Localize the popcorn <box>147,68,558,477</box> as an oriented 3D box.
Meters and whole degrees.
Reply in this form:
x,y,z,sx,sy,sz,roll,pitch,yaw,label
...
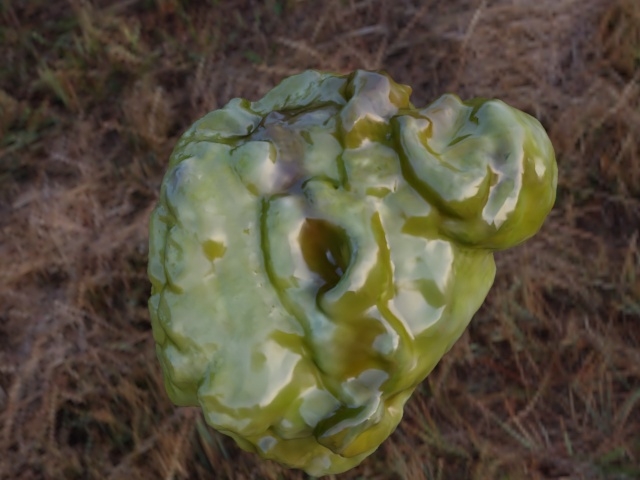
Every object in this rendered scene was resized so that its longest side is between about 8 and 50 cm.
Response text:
x,y,z,sx,sy,sz,roll,pitch,yaw,label
0.000,0.000,0.909,0.225,0.174,0.286,34,101,-4,popcorn
